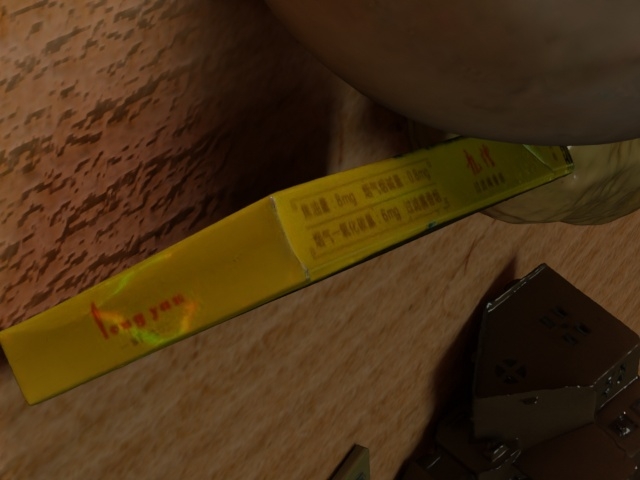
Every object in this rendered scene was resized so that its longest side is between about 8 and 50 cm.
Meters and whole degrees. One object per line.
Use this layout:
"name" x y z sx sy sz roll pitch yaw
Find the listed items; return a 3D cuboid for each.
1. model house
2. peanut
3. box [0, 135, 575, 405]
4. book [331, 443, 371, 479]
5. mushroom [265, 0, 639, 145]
"model house" 0.149 0.178 1.140 0.248 0.176 0.181 -36 145 -23
"peanut" 0.151 -0.084 0.917 0.319 0.147 0.147 1 110 -59
"box" -0.001 0.000 0.655 0.279 0.153 0.041 -22 87 -58
"book" -0.012 0.262 1.023 0.168 0.013 0.192 -48 149 -36
"mushroom" 0.111 -0.219 0.588 0.362 0.294 0.362 -22 141 -19
